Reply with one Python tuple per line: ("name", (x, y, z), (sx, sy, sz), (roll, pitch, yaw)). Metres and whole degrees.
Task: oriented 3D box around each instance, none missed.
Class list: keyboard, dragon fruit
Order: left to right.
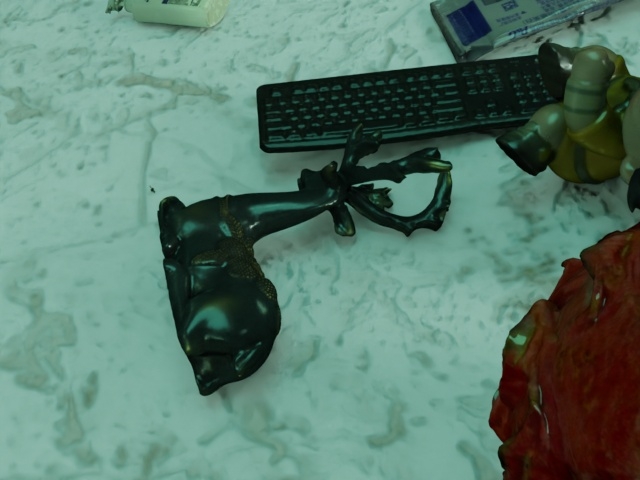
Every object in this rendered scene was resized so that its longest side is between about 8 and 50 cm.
("keyboard", (0.028, -0.112, 0.876), (0.381, 0.041, 0.103), (-11, 43, 4))
("dragon fruit", (0.210, 0.085, 0.498), (0.252, 0.241, 0.241), (9, 42, -14))

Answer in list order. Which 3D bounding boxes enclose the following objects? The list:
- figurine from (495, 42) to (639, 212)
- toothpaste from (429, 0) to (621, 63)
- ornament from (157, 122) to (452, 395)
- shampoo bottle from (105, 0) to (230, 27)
("figurine", (0.263, -0.074, 0.692), (0.192, 0.167, 0.257), (-44, 27, -10))
("toothpaste", (0.249, -0.248, 0.950), (0.283, 0.068, 0.099), (-22, 13, 6))
("ornament", (0.000, 0.000, 0.743), (0.236, 0.080, 0.202), (-18, 40, -3))
("shampoo bottle", (-0.170, -0.254, 1.082), (0.141, 0.034, 0.049), (10, 56, 24))
